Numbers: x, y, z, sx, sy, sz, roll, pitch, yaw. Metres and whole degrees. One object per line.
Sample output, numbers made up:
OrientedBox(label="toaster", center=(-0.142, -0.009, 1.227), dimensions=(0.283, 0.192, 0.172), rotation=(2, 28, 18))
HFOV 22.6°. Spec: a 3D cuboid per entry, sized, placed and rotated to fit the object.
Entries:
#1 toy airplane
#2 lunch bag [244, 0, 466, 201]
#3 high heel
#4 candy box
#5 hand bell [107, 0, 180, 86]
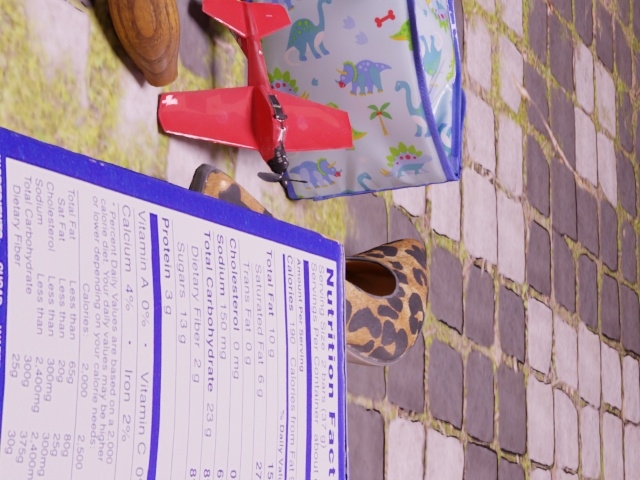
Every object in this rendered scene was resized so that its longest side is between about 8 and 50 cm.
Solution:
OrientedBox(label="toy airplane", center=(-0.038, -0.101, 1.028), dimensions=(0.151, 0.028, 0.151), rotation=(19, 52, -27))
OrientedBox(label="lunch bag", center=(0.029, -0.107, 1.105), dimensions=(0.096, 0.129, 0.151), rotation=(-10, 93, -64))
OrientedBox(label="high heel", center=(0.000, 0.000, 1.056), dimensions=(0.261, 0.093, 0.186), rotation=(-40, 127, -49))
OrientedBox(label="candy box", center=(-0.173, 0.034, 0.500), dimensions=(0.317, 0.268, 0.122), rotation=(20, 71, -63))
OrientedBox(label="hand bell", center=(-0.114, -0.189, 0.891), dimensions=(0.126, 0.126, 0.242), rotation=(-69, 156, -43))
